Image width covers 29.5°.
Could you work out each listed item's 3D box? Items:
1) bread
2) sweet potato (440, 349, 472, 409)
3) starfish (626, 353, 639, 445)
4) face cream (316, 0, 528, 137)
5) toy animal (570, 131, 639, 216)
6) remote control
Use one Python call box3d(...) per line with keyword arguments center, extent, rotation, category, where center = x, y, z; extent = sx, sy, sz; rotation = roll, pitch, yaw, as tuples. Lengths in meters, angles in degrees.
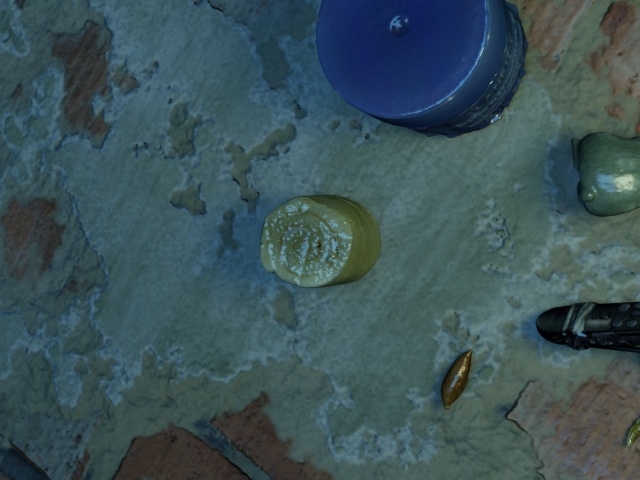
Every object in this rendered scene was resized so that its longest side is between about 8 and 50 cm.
box3d(center=(0.000, 0.000, 1.799), extent=(0.148, 0.141, 0.134), rotation=(10, 96, 22), category="bread")
box3d(center=(0.199, 0.202, 1.779), extent=(0.034, 0.034, 0.095), rotation=(26, 90, 20), category="sweet potato")
box3d(center=(0.493, 0.204, 1.653), extent=(0.223, 0.050, 0.217), rotation=(42, 113, 22), category="starfish")
box3d(center=(0.148, -0.275, 1.687), extent=(0.249, 0.225, 0.249), rotation=(-1, 88, 24), category="face cream")
box3d(center=(0.454, -0.087, 1.625), extent=(0.236, 0.138, 0.108), rotation=(2, 123, 9), category="toy animal")
box3d(center=(0.424, 0.124, 1.649), extent=(0.266, 0.090, 0.066), rotation=(-3, 112, 33), category="remote control")
